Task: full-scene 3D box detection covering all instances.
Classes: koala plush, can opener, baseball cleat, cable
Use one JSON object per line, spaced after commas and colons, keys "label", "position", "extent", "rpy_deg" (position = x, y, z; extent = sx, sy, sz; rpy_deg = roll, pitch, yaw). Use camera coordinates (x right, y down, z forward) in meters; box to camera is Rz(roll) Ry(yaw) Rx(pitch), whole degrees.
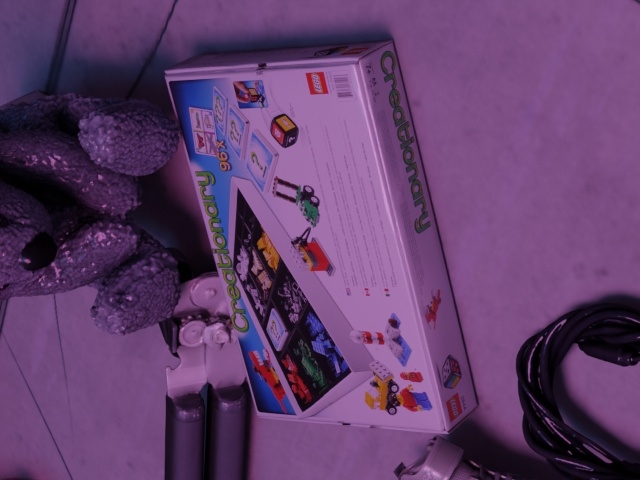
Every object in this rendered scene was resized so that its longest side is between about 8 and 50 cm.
{"label": "koala plush", "position": [-0.249, -0.008, 1.461], "extent": [0.203, 0.221, 0.196], "rpy_deg": [15, 118, 31]}
{"label": "can opener", "position": [-0.102, 0.138, 1.621], "extent": [0.093, 0.074, 0.280], "rpy_deg": [-128, 34, -56]}
{"label": "baseball cleat", "position": [0.132, 0.200, 1.422], "extent": [0.206, 0.072, 0.109], "rpy_deg": [-6, 134, 50]}
{"label": "cable", "position": [0.213, 0.119, 1.342], "extent": [0.184, 0.047, 0.150], "rpy_deg": [38, 132, 30]}

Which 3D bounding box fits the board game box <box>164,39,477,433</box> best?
{"label": "board game box", "position": [0.000, 0.000, 1.461], "extent": [0.193, 0.053, 0.305], "rpy_deg": [1, 113, 38]}

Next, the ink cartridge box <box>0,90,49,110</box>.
{"label": "ink cartridge box", "position": [-0.230, -0.048, 1.619], "extent": [0.099, 0.056, 0.135], "rpy_deg": [26, 126, 26]}

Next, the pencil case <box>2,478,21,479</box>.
{"label": "pencil case", "position": [-0.299, 0.431, 1.868], "extent": [0.160, 0.167, 0.386], "rpy_deg": [-145, 34, -75]}
